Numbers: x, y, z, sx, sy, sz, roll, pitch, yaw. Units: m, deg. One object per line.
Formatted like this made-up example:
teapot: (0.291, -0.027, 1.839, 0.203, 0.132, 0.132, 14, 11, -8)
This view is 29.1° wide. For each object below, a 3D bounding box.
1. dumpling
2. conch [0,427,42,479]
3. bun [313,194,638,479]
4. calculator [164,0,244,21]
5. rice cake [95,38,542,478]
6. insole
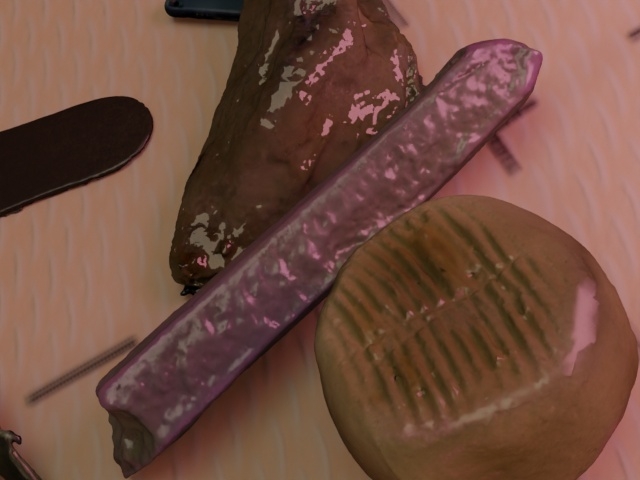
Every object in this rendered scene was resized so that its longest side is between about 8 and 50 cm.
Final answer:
dumpling: (-0.010, -0.116, 0.897, 0.166, 0.086, 0.332, 2, 67, 18)
conch: (-0.349, 0.119, 0.828, 0.386, 0.169, 0.203, 34, 39, -9)
bun: (0.089, 0.070, 0.734, 0.178, 0.128, 0.193, -29, 44, -2)
calculator: (-0.056, -0.208, 1.012, 0.141, 0.019, 0.094, 7, 62, 19)
rice cake: (0.000, -0.001, 0.823, 0.399, 0.070, 0.064, -43, 90, -12)
insole: (-0.286, -0.041, 0.986, 0.328, 0.007, 0.111, -21, 57, 3)
